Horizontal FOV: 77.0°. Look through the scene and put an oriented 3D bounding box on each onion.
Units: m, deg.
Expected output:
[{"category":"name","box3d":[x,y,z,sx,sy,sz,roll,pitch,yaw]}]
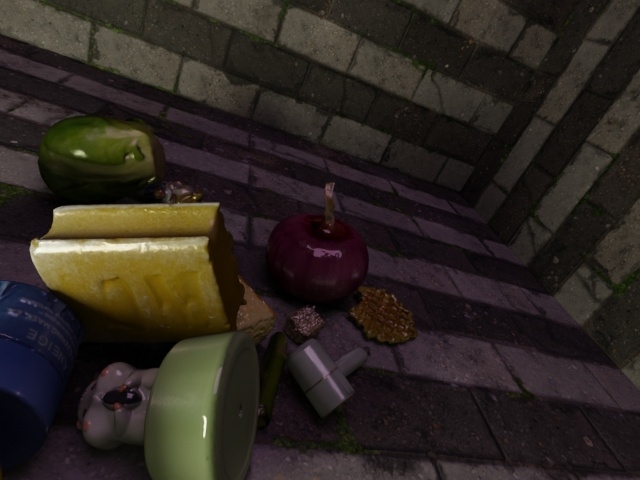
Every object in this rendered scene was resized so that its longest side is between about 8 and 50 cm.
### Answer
[{"category":"onion","box3d":[-0.010,0.038,1.363,0.357,0.345,0.359,0,54,1]}]

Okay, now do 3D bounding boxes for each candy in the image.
[{"category":"candy","box3d":[-0.047,0.249,1.200,0.095,0.085,0.110,43,42,18]}]

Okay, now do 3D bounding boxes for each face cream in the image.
[{"category":"face cream","box3d":[-0.558,0.217,0.669,0.248,0.249,0.225,12,30,-22]}]

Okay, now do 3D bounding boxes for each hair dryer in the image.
[{"category":"hair dryer","box3d":[0.059,0.341,1.123,0.173,0.107,0.357,53,24,18]}]

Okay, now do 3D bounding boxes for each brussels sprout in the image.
[{"category":"brussels sprout","box3d":[-0.702,-0.254,1.289,0.370,0.276,0.315,-2,11,9]}]

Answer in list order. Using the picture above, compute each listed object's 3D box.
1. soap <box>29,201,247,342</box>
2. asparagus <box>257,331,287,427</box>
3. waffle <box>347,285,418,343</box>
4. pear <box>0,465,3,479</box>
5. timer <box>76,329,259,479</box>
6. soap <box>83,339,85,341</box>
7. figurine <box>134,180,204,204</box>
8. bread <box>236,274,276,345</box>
[{"category":"soap","box3d":[-0.337,0.072,0.813,0.334,0.294,0.156,0,43,0]},{"category":"asparagus","box3d":[-0.127,0.339,1.011,0.067,0.060,0.278,10,28,4]},{"category":"waffle","box3d":[0.211,0.258,1.420,0.290,0.051,0.291,18,30,-11]},{"category":"pear","box3d":[-0.569,0.316,0.384,0.418,0.363,0.362,-4,40,-40]},{"category":"timer","box3d":[-0.298,0.313,0.757,0.314,0.291,0.291,1,29,4]},{"category":"soap","box3d":[-0.559,0.149,0.974,0.118,0.067,0.198,7,33,-29]},{"category":"figurine","box3d":[-0.557,-0.158,1.446,0.274,0.133,0.194,10,13,-8]},{"category":"bread","box3d":[-0.319,0.153,1.057,0.375,0.165,0.236,39,34,21]}]
